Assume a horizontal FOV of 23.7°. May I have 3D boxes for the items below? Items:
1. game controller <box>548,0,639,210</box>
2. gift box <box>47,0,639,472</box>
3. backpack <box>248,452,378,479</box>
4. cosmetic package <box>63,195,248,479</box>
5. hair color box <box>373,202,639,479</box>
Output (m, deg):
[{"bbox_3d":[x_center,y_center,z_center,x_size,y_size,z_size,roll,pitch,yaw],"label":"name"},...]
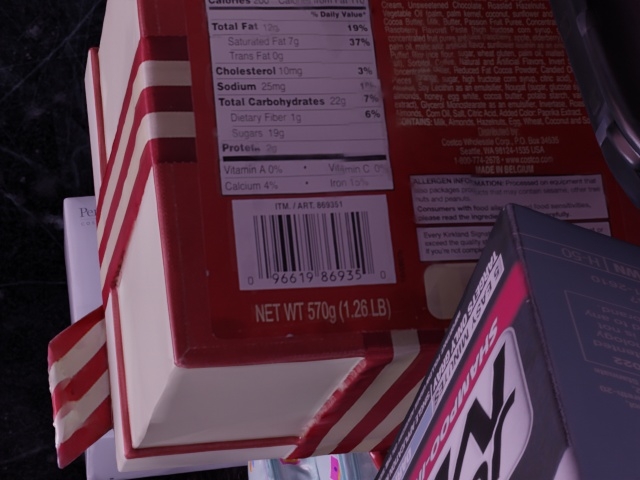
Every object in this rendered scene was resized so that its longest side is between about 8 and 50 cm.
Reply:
[{"bbox_3d":[0.125,-0.166,0.588,0.166,0.067,0.319,124,142,-49],"label":"game controller"},{"bbox_3d":[0.000,0.000,0.746,0.258,0.255,0.276,125,145,-69],"label":"gift box"},{"bbox_3d":[0.027,0.146,0.952,0.166,0.144,0.188,-106,18,-63],"label":"backpack"},{"bbox_3d":[-0.106,0.077,1.353,0.138,0.224,0.224,108,154,-63],"label":"cosmetic package"},{"bbox_3d":[0.084,0.159,0.435,0.374,0.113,0.185,-91,22,-64],"label":"hair color box"}]
